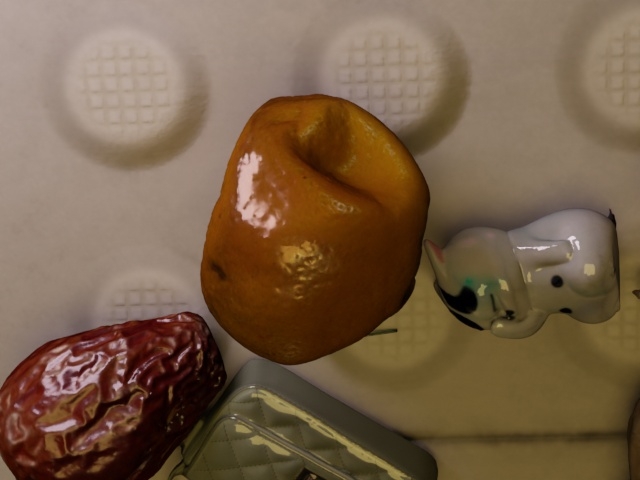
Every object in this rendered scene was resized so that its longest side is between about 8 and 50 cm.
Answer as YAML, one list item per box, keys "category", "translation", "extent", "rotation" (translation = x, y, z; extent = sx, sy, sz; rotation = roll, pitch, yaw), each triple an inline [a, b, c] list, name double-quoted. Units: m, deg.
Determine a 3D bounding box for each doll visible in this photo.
- category: "doll"
  translation: [0.193, 0.031, 1.419]
  extent: [0.180, 0.107, 0.110]
  rotation: [-12, 139, 5]

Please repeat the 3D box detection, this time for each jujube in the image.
- category: "jujube"
  translation: [-0.200, 0.157, 1.484]
  extent: [0.236, 0.168, 0.168]
  rotation: [-32, 107, -2]

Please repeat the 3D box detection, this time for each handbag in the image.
- category: "handbag"
  translation: [-0.026, 0.258, 1.545]
  extent: [0.256, 0.079, 0.219]
  rotation: [30, 114, -6]

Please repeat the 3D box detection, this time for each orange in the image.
- category: "orange"
  translation: [0.000, 0.000, 1.355]
  extent: [0.183, 0.249, 0.249]
  rotation: [17, 112, 4]

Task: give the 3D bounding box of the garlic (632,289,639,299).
- category: "garlic"
  translation: [0.359, 0.045, 1.371]
  extent: [0.207, 0.256, 0.207]
  rotation: [32, 146, 25]

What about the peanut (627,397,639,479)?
- category: "peanut"
  translation: [0.353, 0.280, 1.496]
  extent: [0.149, 0.149, 0.313]
  rotation: [5, 109, 2]

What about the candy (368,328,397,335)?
- category: "candy"
  translation: [0.035, 0.097, 1.506]
  extent: [0.083, 0.025, 0.023]
  rotation: [-6, 154, -2]
